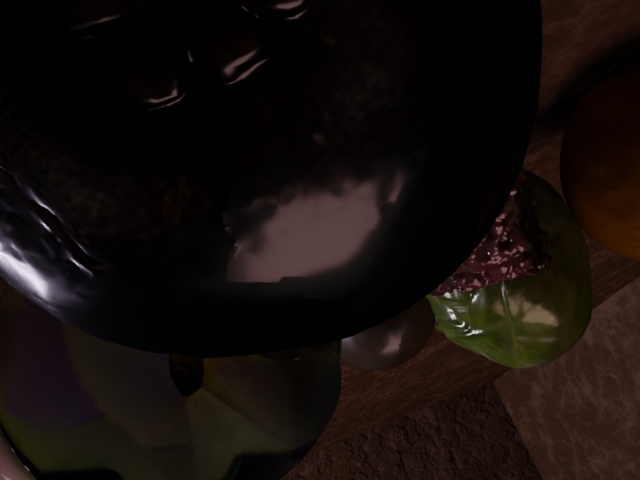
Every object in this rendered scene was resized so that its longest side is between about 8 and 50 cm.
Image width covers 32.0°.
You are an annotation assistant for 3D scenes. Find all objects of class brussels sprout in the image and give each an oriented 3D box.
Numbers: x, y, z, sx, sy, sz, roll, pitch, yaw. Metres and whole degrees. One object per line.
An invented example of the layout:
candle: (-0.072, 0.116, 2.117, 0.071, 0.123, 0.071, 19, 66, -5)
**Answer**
brussels sprout: (0.257, 0.034, 1.629, 0.247, 0.328, 0.328, -20, 162, -23)

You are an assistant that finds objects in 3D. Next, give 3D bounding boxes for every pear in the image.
pear: (-0.178, 0.115, 1.281, 0.399, 0.398, 0.165, -20, -171, -17)

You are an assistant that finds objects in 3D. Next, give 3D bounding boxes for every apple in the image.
apple: (0.477, -0.114, 1.584, 0.275, 0.298, 0.299, -4, -178, 43)

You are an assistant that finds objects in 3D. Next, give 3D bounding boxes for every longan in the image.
longan: (0.094, 0.114, 1.840, 0.197, 0.196, 0.220, -9, 153, -43)

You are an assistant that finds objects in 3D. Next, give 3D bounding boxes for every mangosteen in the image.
mangosteen: (-0.058, -0.112, 0.711, 0.382, 0.382, 0.435, -27, 180, 2)

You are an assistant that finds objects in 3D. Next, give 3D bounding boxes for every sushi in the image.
sushi: (0.170, -0.063, 1.386, 0.171, 0.236, 0.270, -20, -164, 18)

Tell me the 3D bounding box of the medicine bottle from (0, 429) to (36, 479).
medicine bottle: (-0.456, 0.252, 1.352, 0.241, 0.252, 0.252, -29, 163, 6)
